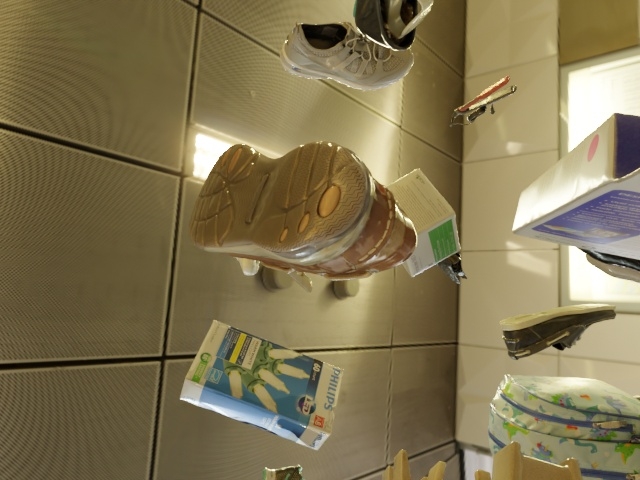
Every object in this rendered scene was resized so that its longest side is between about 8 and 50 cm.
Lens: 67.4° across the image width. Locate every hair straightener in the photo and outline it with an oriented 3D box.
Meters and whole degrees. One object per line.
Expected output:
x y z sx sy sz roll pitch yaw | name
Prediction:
0.513 -0.418 1.515 0.089 0.230 0.047 40 -139 -22 | hair straightener

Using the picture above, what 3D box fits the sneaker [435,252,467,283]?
0.333 0.033 1.264 0.051 0.089 0.170 -36 -52 -23 | sneaker

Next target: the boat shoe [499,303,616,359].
0.460 0.169 0.924 0.232 0.084 0.079 -12 -96 -10 | boat shoe

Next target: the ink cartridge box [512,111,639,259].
0.290 -0.031 0.399 0.371 0.175 0.069 14 -92 -78 | ink cartridge box

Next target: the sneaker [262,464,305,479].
-0.044 0.457 0.836 0.065 0.076 0.167 -109 3 -63 | sneaker

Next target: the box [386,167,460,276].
0.137 -0.025 0.694 0.102 0.087 0.101 62 -178 37 | box

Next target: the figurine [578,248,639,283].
0.515 0.047 0.740 0.092 0.209 0.214 -51 -38 14 | figurine

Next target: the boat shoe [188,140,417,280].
-0.038 -0.021 0.481 0.116 0.324 0.123 27 -95 -33 | boat shoe

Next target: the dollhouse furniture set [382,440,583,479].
0.219 0.365 0.596 0.259 0.261 0.135 103 -176 -49 | dollhouse furniture set

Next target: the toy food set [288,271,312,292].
0.000 0.000 0.948 0.132 0.038 0.192 47 -124 -58 | toy food set

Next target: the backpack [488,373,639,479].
0.526 0.400 0.981 0.290 0.355 0.274 -42 -59 -81 | backpack

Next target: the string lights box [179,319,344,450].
-0.100 0.257 0.859 0.259 0.077 0.133 21 -139 -3 | string lights box

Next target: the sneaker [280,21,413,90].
0.063 -0.381 0.975 0.281 0.115 0.105 -2 -107 -13 | sneaker

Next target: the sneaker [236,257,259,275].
-0.236 0.013 1.345 0.090 0.115 0.232 89 166 -45 | sneaker

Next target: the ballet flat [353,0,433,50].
0.092 -0.301 0.505 0.095 0.280 0.096 -40 -100 -4 | ballet flat
